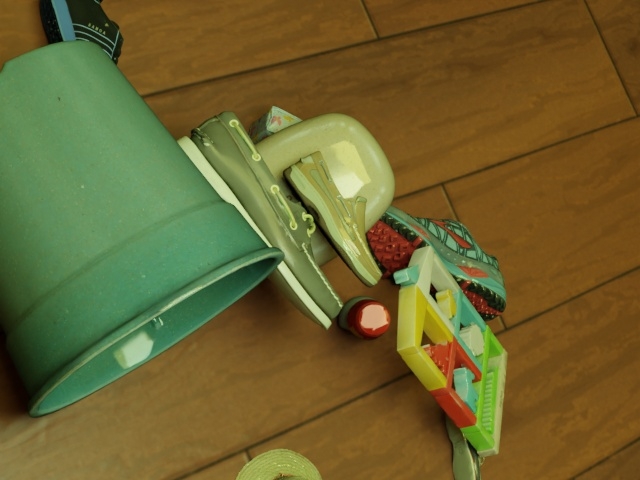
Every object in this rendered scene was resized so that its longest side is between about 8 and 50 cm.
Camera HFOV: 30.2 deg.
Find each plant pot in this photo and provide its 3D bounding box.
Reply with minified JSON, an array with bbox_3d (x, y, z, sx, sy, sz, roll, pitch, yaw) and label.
[{"bbox_3d":[-0.274,-0.027,1.375,0.341,0.341,0.334,-30,83,-35],"label":"plant pot"}]

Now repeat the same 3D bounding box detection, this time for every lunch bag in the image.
[{"bbox_3d":[-0.053,-0.144,1.694,0.083,0.071,0.053,24,60,-23],"label":"lunch bag"}]

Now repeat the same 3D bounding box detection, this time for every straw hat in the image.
[{"bbox_3d":[-0.038,0.335,1.538,0.145,0.061,0.144,11,67,-27],"label":"straw hat"}]

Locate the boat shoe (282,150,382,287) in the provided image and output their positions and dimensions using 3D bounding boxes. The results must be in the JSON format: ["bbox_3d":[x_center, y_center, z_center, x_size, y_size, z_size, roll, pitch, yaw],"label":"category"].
[{"bbox_3d":[0.032,-0.031,1.527,0.072,0.068,0.190,-35,90,-4],"label":"boat shoe"}]

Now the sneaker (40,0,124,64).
[{"bbox_3d":[-0.299,-0.235,1.571,0.091,0.081,0.232,-10,78,-29],"label":"sneaker"}]

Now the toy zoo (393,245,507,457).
[{"bbox_3d":[0.180,0.142,1.667,0.293,0.030,0.192,51,35,-32],"label":"toy zoo"}]

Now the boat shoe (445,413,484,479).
[{"bbox_3d":[0.215,0.306,1.713,0.043,0.049,0.137,4,66,-33],"label":"boat shoe"}]

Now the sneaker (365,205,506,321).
[{"bbox_3d":[0.166,0.016,1.773,0.262,0.104,0.125,35,41,-21],"label":"sneaker"}]

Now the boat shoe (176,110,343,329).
[{"bbox_3d":[-0.061,-0.025,1.499,0.091,0.109,0.305,-39,95,-14],"label":"boat shoe"}]

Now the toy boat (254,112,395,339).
[{"bbox_3d":[0.000,0.000,1.633,0.268,0.148,0.318,-29,90,-6],"label":"toy boat"}]
